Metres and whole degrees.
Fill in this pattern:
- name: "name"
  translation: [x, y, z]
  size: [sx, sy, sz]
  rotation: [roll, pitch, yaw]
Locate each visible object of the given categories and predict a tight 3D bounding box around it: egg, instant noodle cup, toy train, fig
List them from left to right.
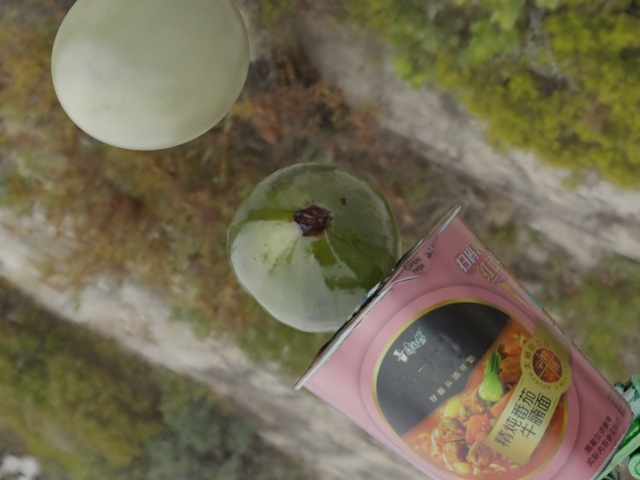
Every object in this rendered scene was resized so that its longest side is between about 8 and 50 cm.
- name: "egg"
  translation: [-0.173, -0.185, 1.349]
  size: [0.186, 0.242, 0.186]
  rotation: [11, 114, 25]
- name: "fig"
  translation: [0.000, 0.000, 1.485]
  size: [0.203, 0.203, 0.225]
  rotation: [27, 165, 3]
- name: "instant noodle cup"
  translation: [0.141, 0.129, 1.213]
  size: [0.255, 0.244, 0.244]
  rotation: [41, 164, 3]
- name: "toy train"
  translation: [0.347, 0.263, 1.625]
  size: [0.119, 0.251, 0.085]
  rotation: [35, -153, -9]
